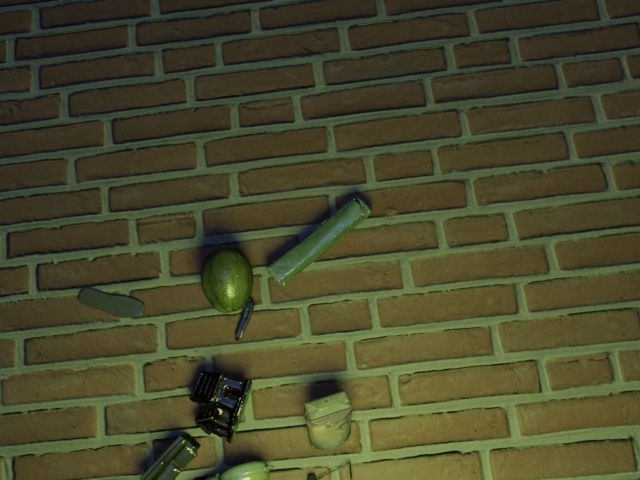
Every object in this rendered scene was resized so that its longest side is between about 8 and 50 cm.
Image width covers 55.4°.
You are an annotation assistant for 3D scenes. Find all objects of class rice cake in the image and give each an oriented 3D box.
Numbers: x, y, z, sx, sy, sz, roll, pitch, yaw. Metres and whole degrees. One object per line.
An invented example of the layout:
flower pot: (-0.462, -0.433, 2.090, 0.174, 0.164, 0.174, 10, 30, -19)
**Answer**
rice cake: (0.000, 0.000, 1.674, 0.336, 0.063, 0.066, -39, 74, -6)

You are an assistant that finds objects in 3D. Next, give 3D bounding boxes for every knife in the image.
knife: (-0.208, 0.214, 1.656, 0.031, 0.018, 0.121, 20, 79, 1)

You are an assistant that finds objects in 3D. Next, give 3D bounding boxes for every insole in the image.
insole: (-0.579, 0.175, 1.691, 0.192, 0.010, 0.063, 13, 77, 7)

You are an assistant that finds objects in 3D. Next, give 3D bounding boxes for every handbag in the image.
handbag: (0.019, 0.449, 1.519, 0.117, 0.173, 0.095, -13, 46, -10)

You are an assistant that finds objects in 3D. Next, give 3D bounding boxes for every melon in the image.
melon: (-0.249, 0.096, 1.626, 0.139, 0.139, 0.192, -10, 79, 1)

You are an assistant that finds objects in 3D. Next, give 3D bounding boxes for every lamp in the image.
lamp: (0.021, 0.599, 1.542, 0.121, 0.041, 0.054, -13, 67, 4)

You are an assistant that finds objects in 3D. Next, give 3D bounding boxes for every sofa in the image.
sofa: (-0.375, 0.566, 1.546, 0.060, 0.085, 0.147, 42, 81, 15)

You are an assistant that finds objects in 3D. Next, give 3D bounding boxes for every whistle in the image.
whistle: (-0.231, 0.605, 1.517, 0.258, 0.126, 0.067, -21, 62, 12)

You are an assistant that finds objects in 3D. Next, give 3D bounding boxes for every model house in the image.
model house: (-0.265, 0.417, 1.564, 0.152, 0.106, 0.165, 19, 74, 6)
